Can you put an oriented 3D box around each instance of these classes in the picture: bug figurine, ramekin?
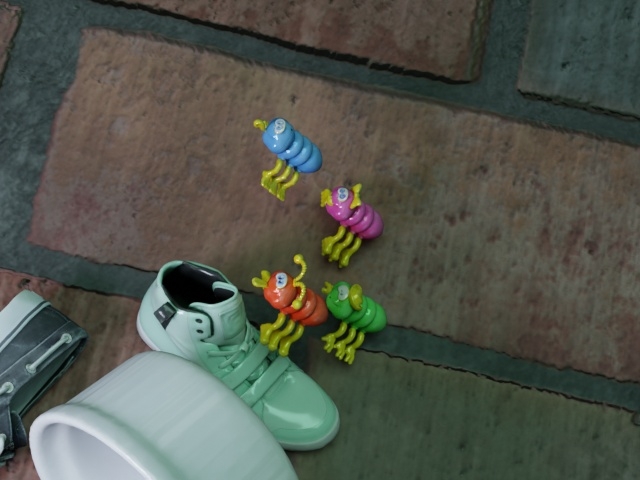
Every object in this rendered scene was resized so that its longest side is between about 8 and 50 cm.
[{"bbox_3d":[0.000,0.000,1.870,0.072,0.216,0.279,-21,55,30],"label":"bug figurine"},{"bbox_3d":[-0.143,0.241,1.702,0.277,0.277,0.135,43,60,11],"label":"ramekin"}]

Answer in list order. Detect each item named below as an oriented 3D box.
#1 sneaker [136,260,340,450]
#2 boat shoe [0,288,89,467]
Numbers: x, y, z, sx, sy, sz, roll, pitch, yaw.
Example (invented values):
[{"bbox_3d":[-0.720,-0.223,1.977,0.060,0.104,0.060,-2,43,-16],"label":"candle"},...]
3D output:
[{"bbox_3d":[-0.083,0.122,1.827,0.256,0.151,0.094,35,64,6],"label":"sneaker"},{"bbox_3d":[-0.350,0.188,1.785,0.102,0.108,0.301,32,58,8],"label":"boat shoe"}]
